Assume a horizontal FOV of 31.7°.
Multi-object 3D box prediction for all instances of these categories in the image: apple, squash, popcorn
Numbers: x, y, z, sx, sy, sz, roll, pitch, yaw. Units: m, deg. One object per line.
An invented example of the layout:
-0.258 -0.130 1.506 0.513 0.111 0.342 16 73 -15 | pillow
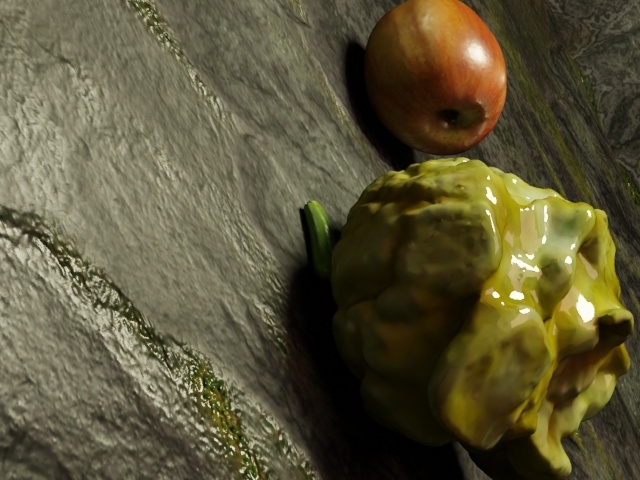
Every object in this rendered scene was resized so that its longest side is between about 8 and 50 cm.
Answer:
0.136 -0.206 1.376 0.199 0.199 0.199 45 32 -39 | apple
0.001 0.000 1.086 0.027 0.027 0.089 33 40 -51 | squash
0.148 0.071 1.091 0.334 0.292 0.293 23 10 -35 | popcorn
